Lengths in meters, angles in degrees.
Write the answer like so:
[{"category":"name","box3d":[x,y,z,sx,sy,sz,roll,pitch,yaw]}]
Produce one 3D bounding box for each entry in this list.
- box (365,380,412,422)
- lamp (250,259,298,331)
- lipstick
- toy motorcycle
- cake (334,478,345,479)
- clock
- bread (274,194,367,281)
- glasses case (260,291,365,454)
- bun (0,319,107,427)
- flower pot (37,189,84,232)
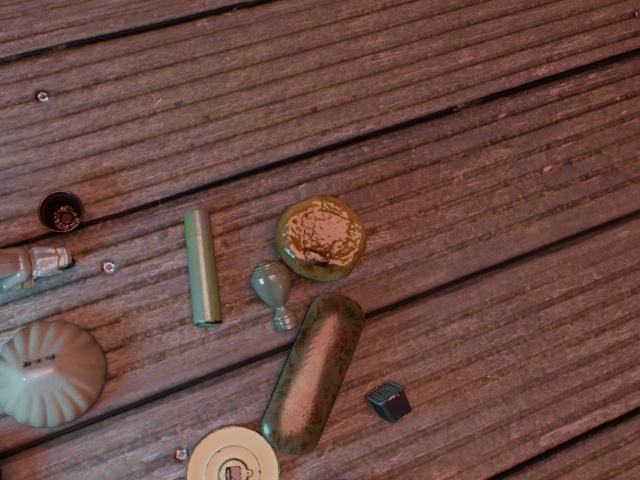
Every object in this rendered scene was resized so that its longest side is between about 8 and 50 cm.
[{"category":"box","box3d":[0.180,0.418,1.745,0.084,0.122,0.069,-30,97,-15]},{"category":"lamp","box3d":[-0.117,0.142,1.760,0.106,0.106,0.193,-18,92,-15]},{"category":"lipstick","box3d":[-0.306,0.072,1.746,0.076,0.076,0.304,-7,79,-13]},{"category":"toy motorcycle","box3d":[-0.756,0.070,1.581,0.341,0.223,0.107,-10,83,-16]},{"category":"cake","box3d":[0.067,0.697,1.613,0.199,0.196,0.293,42,74,2]},{"category":"clock","box3d":[-0.216,0.578,1.670,0.235,0.029,0.235,3,77,-11]},{"category":"bread","box3d":[0.000,0.000,1.795,0.244,0.134,0.244,2,79,-9]},{"category":"glasses case","box3d":[-0.017,0.335,1.730,0.156,0.098,0.425,24,73,-3]},{"category":"bun","box3d":[-0.639,0.308,1.574,0.263,0.175,0.263,3,76,-12]},{"category":"flower pot","box3d":[-0.646,-0.063,1.699,0.111,0.089,0.111,3,76,-11]}]
